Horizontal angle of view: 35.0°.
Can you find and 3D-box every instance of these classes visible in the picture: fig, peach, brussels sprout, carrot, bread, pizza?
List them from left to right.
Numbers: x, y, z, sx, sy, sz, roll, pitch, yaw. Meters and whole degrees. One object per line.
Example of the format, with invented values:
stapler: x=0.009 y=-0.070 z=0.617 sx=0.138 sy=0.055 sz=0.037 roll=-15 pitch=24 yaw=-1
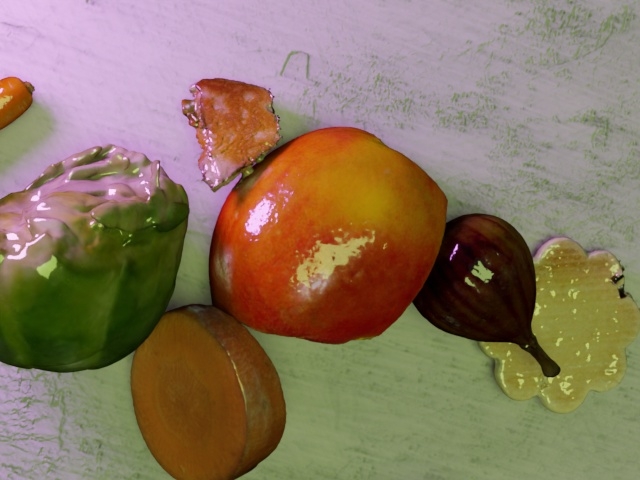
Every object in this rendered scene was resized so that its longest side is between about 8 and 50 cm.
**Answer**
carrot: x=-0.536 y=-0.176 z=1.561 sx=0.225 sy=0.067 sz=0.067 roll=-40 pitch=103 yaw=-5
brussels sprout: x=-0.365 y=0.031 z=1.511 sx=0.276 sy=0.371 sz=0.314 roll=21 pitch=137 yaw=23
carrot: x=-0.182 y=0.242 z=1.612 sx=0.258 sy=0.100 sz=0.307 roll=10 pitch=112 yaw=29
pizza: x=-0.135 y=-0.165 z=1.601 sx=0.147 sy=0.069 sz=0.226 roll=-8 pitch=58 yaw=-15
peach: x=0.000 y=0.000 z=1.605 sx=0.306 sy=0.242 sz=0.380 roll=36 pitch=90 yaw=-18
fig: x=0.299 y=0.102 z=1.671 sx=0.321 sy=0.217 sz=0.217 roll=44 pitch=88 yaw=-9
bread: x=0.424 y=0.152 z=1.799 sx=0.316 sy=0.054 sz=0.316 roll=-1 pitch=97 yaw=-11
